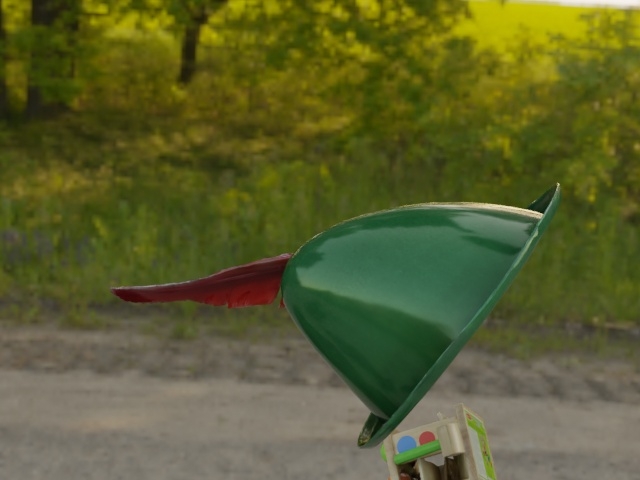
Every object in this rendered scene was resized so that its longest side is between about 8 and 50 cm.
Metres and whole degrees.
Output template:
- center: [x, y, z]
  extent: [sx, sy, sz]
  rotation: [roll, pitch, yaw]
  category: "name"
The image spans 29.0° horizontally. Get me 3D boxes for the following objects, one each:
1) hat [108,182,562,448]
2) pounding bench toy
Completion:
- center: [0.000, 0.000, 0.689]
  extent: [0.183, 0.208, 0.173]
  rotation: [37, -1, 2]
  category: "hat"
- center: [0.070, 0.140, 0.803]
  extent: [0.065, 0.052, 0.083]
  rotation: [-18, -26, 17]
  category: "pounding bench toy"
